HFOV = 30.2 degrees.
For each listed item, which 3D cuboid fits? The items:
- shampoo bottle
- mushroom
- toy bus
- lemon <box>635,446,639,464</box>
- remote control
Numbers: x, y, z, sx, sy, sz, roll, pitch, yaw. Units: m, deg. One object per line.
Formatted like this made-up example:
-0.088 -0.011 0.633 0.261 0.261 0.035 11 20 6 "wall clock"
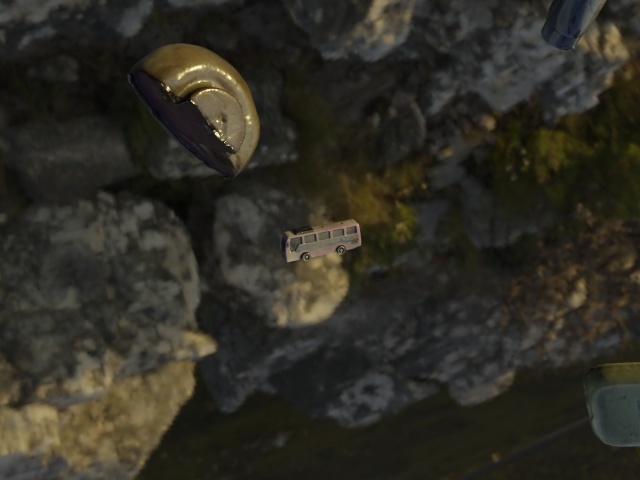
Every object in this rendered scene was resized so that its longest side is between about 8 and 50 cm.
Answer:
0.299 -0.302 1.230 0.087 0.049 0.234 -41 162 -46 "shampoo bottle"
-0.148 -0.175 1.482 0.141 0.117 0.188 -1 142 47 "mushroom"
0.000 0.000 1.911 0.130 0.037 0.052 -11 112 -15 "toy bus"
0.663 0.277 1.876 0.364 0.364 0.364 -16 148 -10 "lemon"
0.409 0.155 1.144 0.309 0.090 0.038 -7 -161 24 "remote control"
